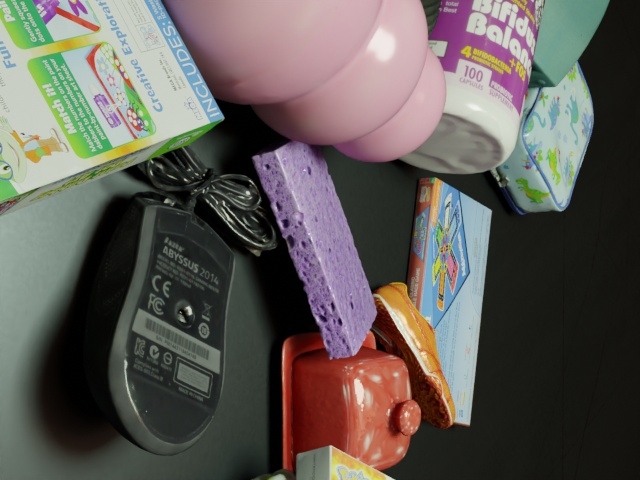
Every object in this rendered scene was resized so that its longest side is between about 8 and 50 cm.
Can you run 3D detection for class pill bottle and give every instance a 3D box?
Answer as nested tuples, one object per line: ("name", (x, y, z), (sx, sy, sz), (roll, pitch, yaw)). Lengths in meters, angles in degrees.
("pill bottle", (0.161, -0.241, 1.049), (0.169, 0.169, 0.301), (35, 63, -45))

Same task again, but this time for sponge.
("sponge", (0.000, 0.000, 0.901), (0.117, 0.031, 0.210), (-52, 125, -67))

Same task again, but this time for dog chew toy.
("dog chew toy", (-0.002, -0.180, 0.812), (0.332, 0.207, 0.206), (34, 62, -45))

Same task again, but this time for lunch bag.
("lunch bag", (0.305, -0.154, 1.291), (0.176, 0.090, 0.219), (52, 50, -35))

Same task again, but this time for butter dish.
("butter dish", (0.045, 0.171, 0.924), (0.160, 0.118, 0.160), (3, 86, -51))

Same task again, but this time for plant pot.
("plant pot", (0.272, -0.325, 1.207), (0.165, 0.166, 0.234), (31, 72, -46))

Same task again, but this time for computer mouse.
("computer mouse", (-0.126, 0.047, 0.763), (0.188, 0.072, 0.272), (42, 45, -40))

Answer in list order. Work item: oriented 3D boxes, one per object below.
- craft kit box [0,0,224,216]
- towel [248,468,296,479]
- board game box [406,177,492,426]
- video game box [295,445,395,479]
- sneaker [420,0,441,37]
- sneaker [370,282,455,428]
("craft kit box", (-0.212, -0.148, 0.608), (0.247, 0.061, 0.249), (-31, 93, -52))
("towel", (-0.100, 0.376, 0.702), (0.374, 0.090, 0.320), (-6, 80, -52))
("board game box", (0.152, 0.078, 1.137), (0.145, 0.027, 0.281), (23, 70, -49))
("video game box", (0.053, 0.307, 0.834), (0.205, 0.048, 0.187), (37, 40, -39))
("sneaker", (0.035, -0.351, 0.921), (0.122, 0.146, 0.330), (-32, 114, -57))
("sneaker", (0.112, 0.126, 1.030), (0.067, 0.064, 0.175), (-30, 99, -41))
